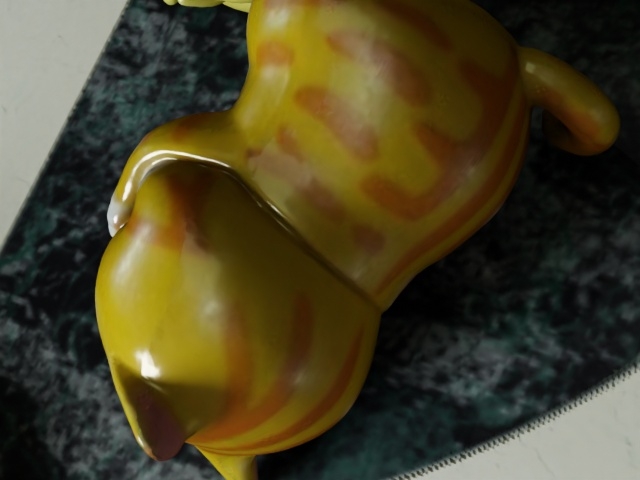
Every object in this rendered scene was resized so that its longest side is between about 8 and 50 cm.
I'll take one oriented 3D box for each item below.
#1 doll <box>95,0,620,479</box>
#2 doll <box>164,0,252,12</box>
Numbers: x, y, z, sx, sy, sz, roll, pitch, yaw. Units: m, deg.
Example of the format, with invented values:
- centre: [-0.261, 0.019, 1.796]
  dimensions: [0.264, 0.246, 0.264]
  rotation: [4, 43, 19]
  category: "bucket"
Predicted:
- centre: [-0.005, -0.017, 0.787]
  dimensions: [0.270, 0.166, 0.162]
  rotation: [-50, 54, 0]
  category: "doll"
- centre: [0.040, -0.177, 0.887]
  dimensions: [0.291, 0.086, 0.117]
  rotation: [-4, 25, 26]
  category: "doll"
